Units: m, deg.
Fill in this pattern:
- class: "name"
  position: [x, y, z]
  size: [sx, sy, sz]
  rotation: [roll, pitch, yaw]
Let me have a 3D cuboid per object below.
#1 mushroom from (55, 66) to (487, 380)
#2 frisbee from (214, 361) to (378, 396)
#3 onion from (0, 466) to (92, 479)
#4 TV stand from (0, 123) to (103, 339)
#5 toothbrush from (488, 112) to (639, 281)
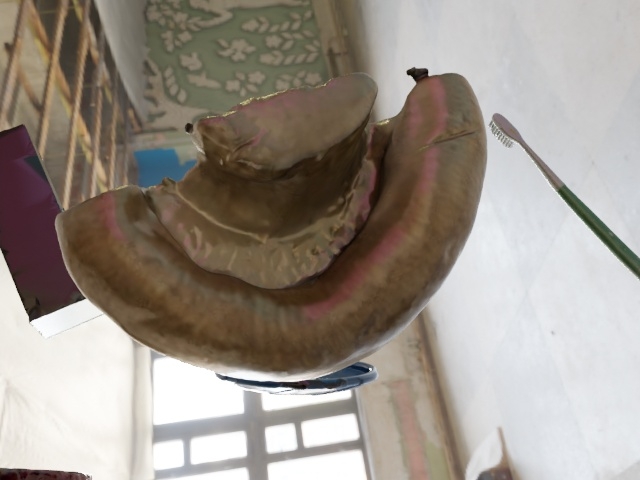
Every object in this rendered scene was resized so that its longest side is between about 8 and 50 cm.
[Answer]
- class: "mushroom"
  position: [0.000, 0.000, 0.391]
  size: [0.151, 0.285, 0.156]
  rotation: [63, 162, 16]
- class: "frisbee"
  position: [-0.035, 0.204, 0.926]
  size: [0.242, 0.242, 0.045]
  rotation: [147, 126, -84]
- class: "onion"
  position: [-0.329, 0.325, 0.475]
  size: [0.146, 0.280, 0.314]
  rotation: [50, 122, 45]
- class: "TV stand"
  position: [-0.371, -0.014, 0.818]
  size: [0.270, 0.088, 0.083]
  rotation: [60, 160, 17]
- class: "toothbrush"
  position: [0.266, -0.040, 0.660]
  size: [0.257, 0.018, 0.024]
  rotation: [51, 156, 18]
